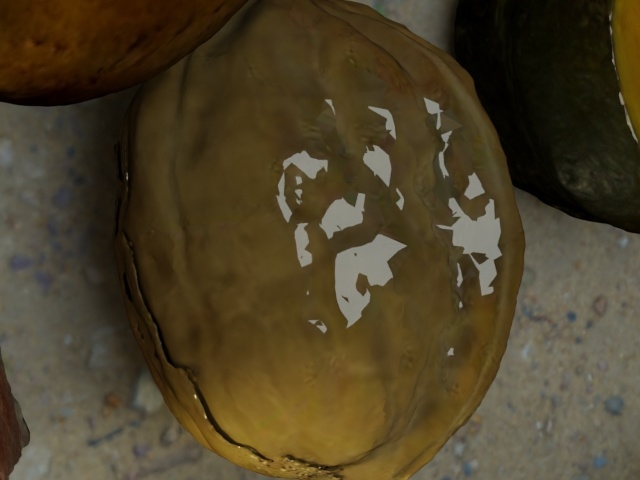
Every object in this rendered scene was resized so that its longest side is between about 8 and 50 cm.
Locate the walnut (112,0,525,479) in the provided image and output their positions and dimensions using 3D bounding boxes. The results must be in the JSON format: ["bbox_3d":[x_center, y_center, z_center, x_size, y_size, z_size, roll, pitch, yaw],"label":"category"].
[{"bbox_3d":[0.000,0.000,0.909,0.198,0.198,0.245,-11,90,-30],"label":"walnut"}]

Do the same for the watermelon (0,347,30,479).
[{"bbox_3d":[-0.198,0.035,0.801,0.193,0.231,0.310,-14,57,-28],"label":"watermelon"}]

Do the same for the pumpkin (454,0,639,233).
[{"bbox_3d":[0.233,-0.111,1.075,0.317,0.139,0.221,-30,106,-29],"label":"pumpkin"}]

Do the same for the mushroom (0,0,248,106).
[{"bbox_3d":[-0.104,-0.181,0.771,0.267,0.254,0.267,-7,110,-18],"label":"mushroom"}]
